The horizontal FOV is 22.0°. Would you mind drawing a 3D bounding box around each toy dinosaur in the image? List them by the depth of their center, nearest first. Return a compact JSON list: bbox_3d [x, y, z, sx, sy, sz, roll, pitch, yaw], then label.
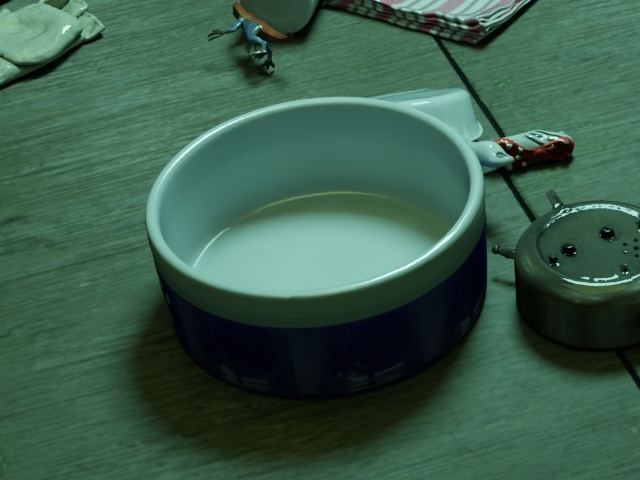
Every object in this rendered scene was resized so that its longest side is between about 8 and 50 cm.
[{"bbox_3d":[-0.062,-0.208,1.618,0.090,0.047,0.082,-27,61,24],"label":"toy dinosaur"}]

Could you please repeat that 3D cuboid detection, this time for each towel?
[{"bbox_3d":[0.120,-0.264,1.684,0.197,0.029,0.144,20,45,32],"label":"towel"}]

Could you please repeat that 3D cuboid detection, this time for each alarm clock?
[{"bbox_3d":[0.224,0.032,1.259,0.129,0.064,0.192,-21,42,-16],"label":"alarm clock"}]

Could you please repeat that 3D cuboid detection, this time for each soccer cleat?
[{"bbox_3d":[0.180,-0.082,1.440,0.083,0.029,0.035,-7,29,-3],"label":"soccer cleat"}]

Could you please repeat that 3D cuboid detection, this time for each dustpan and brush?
[{"bbox_3d":[0.099,-0.095,1.424,0.147,0.060,0.211,-13,10,-29],"label":"dustpan and brush"}]

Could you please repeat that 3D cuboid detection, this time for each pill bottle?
[{"bbox_3d":[-0.029,-0.277,1.689,0.078,0.078,0.137,4,39,16],"label":"pill bottle"}]

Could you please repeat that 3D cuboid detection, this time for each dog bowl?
[{"bbox_3d":[0.000,0.000,1.304,0.265,0.104,0.265,-5,37,4],"label":"dog bowl"}]

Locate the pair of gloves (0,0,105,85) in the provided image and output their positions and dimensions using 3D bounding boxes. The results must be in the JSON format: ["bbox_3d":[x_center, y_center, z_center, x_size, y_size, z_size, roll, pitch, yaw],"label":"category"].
[{"bbox_3d":[-0.358,-0.229,1.720,0.204,0.042,0.240,-30,43,-26],"label":"pair of gloves"}]
